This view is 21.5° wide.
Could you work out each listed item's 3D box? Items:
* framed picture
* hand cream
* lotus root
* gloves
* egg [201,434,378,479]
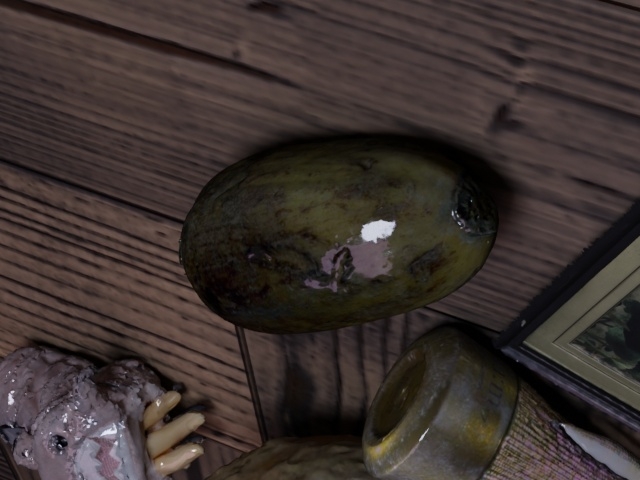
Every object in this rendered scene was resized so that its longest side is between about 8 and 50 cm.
[{"bbox_3d":[0.194,0.058,0.742,0.199,0.010,0.195,31,150,-3],"label":"framed picture"},{"bbox_3d":[0.121,0.125,0.846,0.203,0.084,0.084,31,151,-13],"label":"hand cream"},{"bbox_3d":[0.000,0.000,0.750,0.179,0.080,0.089,-8,134,46],"label":"lotus root"},{"bbox_3d":[-0.146,0.118,1.055,0.144,0.094,0.110,1,129,53],"label":"gloves"},{"bbox_3d":[0.022,0.204,0.937,0.233,0.195,0.195,17,151,-4],"label":"egg"}]
